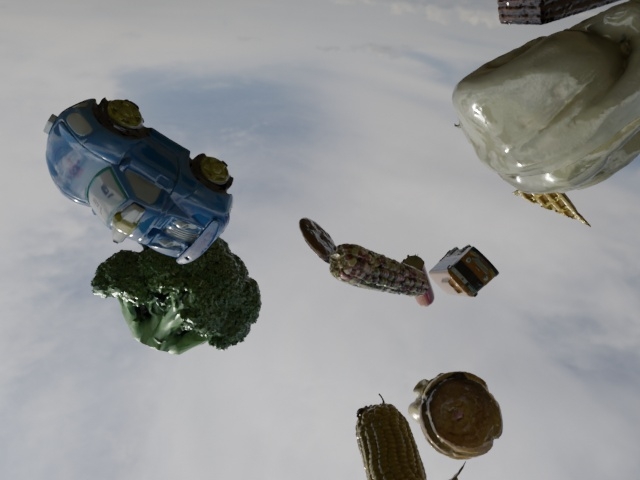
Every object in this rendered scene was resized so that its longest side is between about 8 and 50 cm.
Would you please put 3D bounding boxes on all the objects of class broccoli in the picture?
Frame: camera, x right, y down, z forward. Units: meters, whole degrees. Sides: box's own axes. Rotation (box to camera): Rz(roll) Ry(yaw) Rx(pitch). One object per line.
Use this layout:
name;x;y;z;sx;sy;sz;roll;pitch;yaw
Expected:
broccoli;-0.323;0.124;1.251;0.321;0.310;0.413;-15;157;30

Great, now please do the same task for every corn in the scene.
corn;0.138;0.071;1.151;0.280;0.092;0.092;15;-161;-34
corn;0.130;0.400;0.848;0.106;0.106;0.305;-2;-152;-8

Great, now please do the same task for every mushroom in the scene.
mushroom;0.291;0.414;1.304;0.112;0.148;0.148;48;-141;2

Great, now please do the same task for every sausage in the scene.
sausage;0.333;0.150;1.689;0.083;0.264;0.083;-12;-130;15

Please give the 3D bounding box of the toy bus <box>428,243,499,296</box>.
toy bus;0.355;0.081;1.288;0.114;0.098;0.201;-43;179;-4

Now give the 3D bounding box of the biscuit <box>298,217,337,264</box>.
biscuit;0.000;0.000;1.816;0.036;0.212;0.212;-39;-160;17

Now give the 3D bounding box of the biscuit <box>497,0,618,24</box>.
biscuit;0.512;-0.486;0.968;0.388;0.073;0.107;-22;-151;-20

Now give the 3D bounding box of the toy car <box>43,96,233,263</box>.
toy car;-0.298;-0.082;0.818;0.314;0.198;0.166;33;-139;-24

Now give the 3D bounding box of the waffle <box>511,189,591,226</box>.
waffle;0.645;-0.089;1.426;0.032;0.125;0.191;-33;-94;-45

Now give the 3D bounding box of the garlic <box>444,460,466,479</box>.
garlic;0.331;0.642;1.203;0.090;0.128;0.198;20;-135;-50

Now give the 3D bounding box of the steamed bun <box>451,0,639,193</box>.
steamed bun;0.407;-0.209;0.840;0.342;0.255;0.367;-22;-173;19

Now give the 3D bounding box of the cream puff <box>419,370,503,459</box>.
cream puff;0.300;0.380;1.113;0.189;0.129;0.189;-5;-117;10
